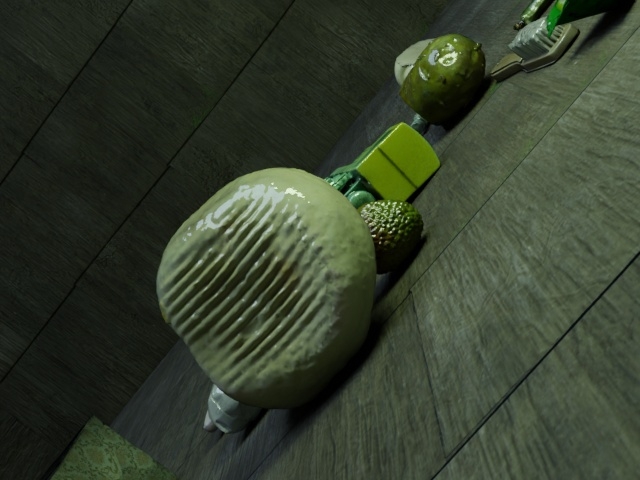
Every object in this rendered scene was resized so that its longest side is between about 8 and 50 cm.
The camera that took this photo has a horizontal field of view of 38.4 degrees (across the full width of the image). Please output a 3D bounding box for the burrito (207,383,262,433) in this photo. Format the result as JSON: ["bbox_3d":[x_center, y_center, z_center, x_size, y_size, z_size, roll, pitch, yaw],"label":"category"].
[{"bbox_3d":[-0.045,0.140,1.608,0.445,0.101,0.139,-53,9,2],"label":"burrito"}]

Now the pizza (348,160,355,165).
[{"bbox_3d":[0.085,-0.154,2.350,0.199,0.062,0.188,-46,20,1],"label":"pizza"}]

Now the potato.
[{"bbox_3d":[0.246,-0.318,1.877,0.176,0.141,0.298,-46,-2,-11],"label":"potato"}]

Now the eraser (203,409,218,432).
[{"bbox_3d":[-0.156,0.255,1.841,0.243,0.059,0.204,-69,5,-78],"label":"eraser"}]

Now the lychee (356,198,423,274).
[{"bbox_3d":[0.091,-0.005,1.427,0.146,0.114,0.114,-32,11,9],"label":"lychee"}]

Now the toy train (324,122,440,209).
[{"bbox_3d":[0.087,-0.106,1.836,0.237,0.150,0.369,-44,7,-5],"label":"toy train"}]

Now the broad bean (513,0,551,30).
[{"bbox_3d":[0.459,-0.498,1.795,0.227,0.039,0.069,-50,2,18],"label":"broad bean"}]

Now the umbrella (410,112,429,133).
[{"bbox_3d":[0.250,-0.306,2.132,0.050,0.046,0.188,110,-174,-47],"label":"umbrella"}]

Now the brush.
[{"bbox_3d":[0.349,-0.330,1.598,0.070,0.065,0.327,-55,7,-2],"label":"brush"}]

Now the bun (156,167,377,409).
[{"bbox_3d":[-0.067,0.070,1.377,0.361,0.361,0.213,-49,-16,21],"label":"bun"}]

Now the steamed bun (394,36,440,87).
[{"bbox_3d":[0.262,-0.391,2.106,0.183,0.106,0.183,-14,30,8],"label":"steamed bun"}]

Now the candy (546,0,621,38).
[{"bbox_3d":[0.424,-0.384,1.357,0.203,0.078,0.141,-42,15,-19],"label":"candy"}]

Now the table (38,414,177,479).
[{"bbox_3d":[-0.471,0.563,1.730,0.272,0.222,0.335,-50,7,20],"label":"table"}]
